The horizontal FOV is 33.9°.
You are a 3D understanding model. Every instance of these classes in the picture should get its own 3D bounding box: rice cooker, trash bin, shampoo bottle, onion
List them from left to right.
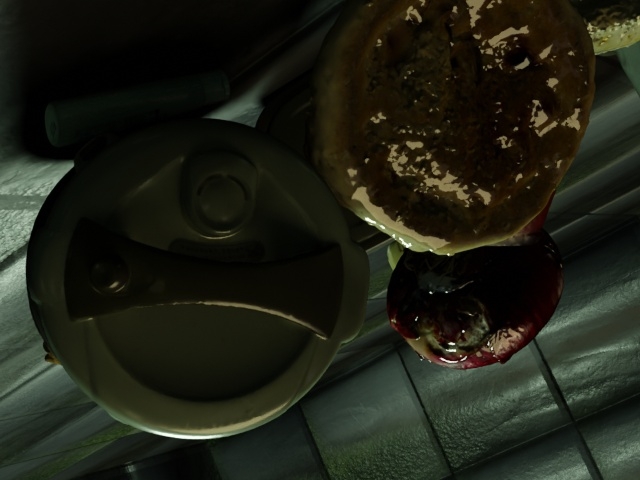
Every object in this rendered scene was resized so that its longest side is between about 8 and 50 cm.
[{"bbox_3d":[-0.184,-0.139,1.076,0.190,0.041,0.069,-18,164,-25],"label":"shampoo bottle"},{"bbox_3d":[-0.138,0.040,1.097,0.335,0.335,0.325,-19,-173,-19],"label":"rice cooker"},{"bbox_3d":[0.060,-0.096,1.330,0.219,0.220,0.250,-26,174,12],"label":"trash bin"},{"bbox_3d":[0.267,0.086,1.764,0.314,0.314,0.232,-29,124,19],"label":"onion"}]

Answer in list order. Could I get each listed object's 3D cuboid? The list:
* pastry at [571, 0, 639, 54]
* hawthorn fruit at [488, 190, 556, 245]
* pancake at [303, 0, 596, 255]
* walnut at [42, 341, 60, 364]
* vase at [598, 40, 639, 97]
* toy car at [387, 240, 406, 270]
[{"bbox_3d":[0.325,-0.275,1.337,0.258,0.089,0.121,-15,176,-23],"label":"pastry"},{"bbox_3d":[0.256,-0.107,1.613,0.215,0.215,0.250,-13,128,-39],"label":"hawthorn fruit"},{"bbox_3d":[0.146,-0.146,1.117,0.356,0.356,0.065,-19,-157,-19],"label":"pancake"},{"bbox_3d":[-0.334,0.137,1.685,0.245,0.137,0.137,-32,167,-2],"label":"walnut"},{"bbox_3d":[0.564,-0.222,1.501,0.245,0.291,0.245,-24,168,-6],"label":"vase"},{"bbox_3d":[0.267,-0.006,2.219,0.256,0.101,0.124,-24,162,-6],"label":"toy car"}]
